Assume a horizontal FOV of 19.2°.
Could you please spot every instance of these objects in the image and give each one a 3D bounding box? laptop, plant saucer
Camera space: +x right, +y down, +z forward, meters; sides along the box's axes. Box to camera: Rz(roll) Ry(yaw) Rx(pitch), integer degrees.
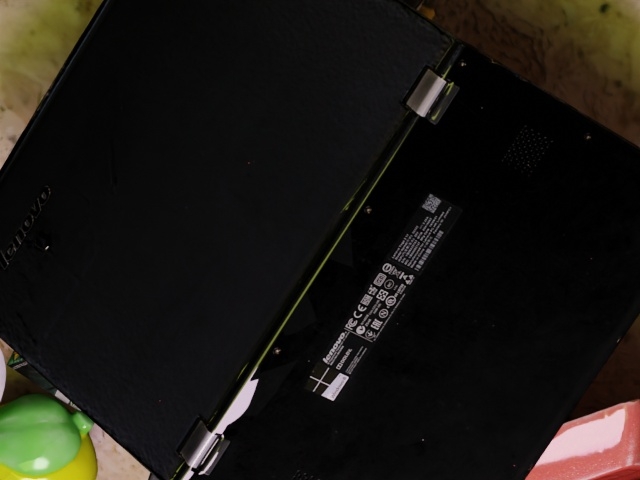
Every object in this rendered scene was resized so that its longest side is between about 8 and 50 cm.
[{"bbox_3d":[0.000,0.000,1.421,0.408,0.236,0.382,27,103,-29],"label":"laptop"},{"bbox_3d":[0.192,0.199,1.571,0.258,0.047,0.259,-23,162,23],"label":"plant saucer"}]

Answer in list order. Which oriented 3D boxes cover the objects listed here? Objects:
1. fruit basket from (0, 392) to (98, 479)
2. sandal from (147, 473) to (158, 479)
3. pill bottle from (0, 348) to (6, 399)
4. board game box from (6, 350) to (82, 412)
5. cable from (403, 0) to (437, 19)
[{"bbox_3d":[-0.354,0.295,1.727,0.392,0.283,0.392,15,140,13],"label":"fruit basket"},{"bbox_3d":[0.052,0.136,1.637,0.446,0.107,0.167,-30,114,13],"label":"sandal"},{"bbox_3d":[-0.376,0.109,1.648,0.193,0.108,0.108,9,127,25],"label":"pill bottle"},{"bbox_3d":[-0.143,0.102,1.578,0.136,0.030,0.260,38,145,-24],"label":"board game box"},{"bbox_3d":[0.076,-0.218,1.419,0.139,0.072,0.287,46,109,-1],"label":"cable"}]
